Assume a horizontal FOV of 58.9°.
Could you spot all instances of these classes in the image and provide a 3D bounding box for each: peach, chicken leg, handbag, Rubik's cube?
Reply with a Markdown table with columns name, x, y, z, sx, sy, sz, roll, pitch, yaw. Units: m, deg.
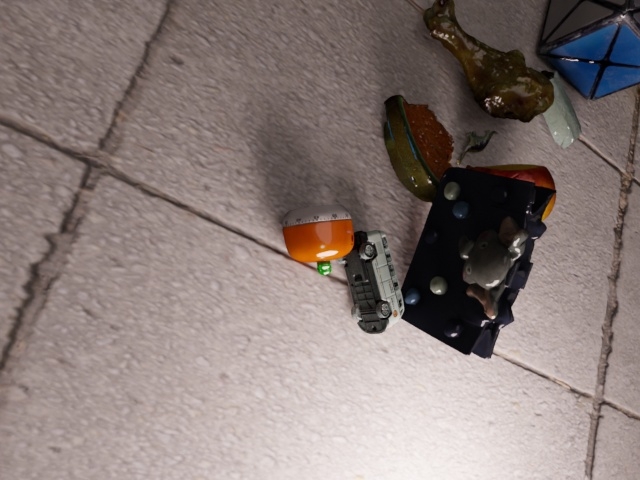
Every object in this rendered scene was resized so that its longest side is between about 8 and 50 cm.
| name | x | y | z | sx | sy | sz | roll | pitch | yaw |
| --- | --- | --- | --- | --- | --- | --- | --- | --- | --- |
| peach | 0.408 | -0.109 | 1.240 | 0.192 | 0.190 | 0.190 | 51 | 60 | -16 |
| chicken leg | 0.379 | -0.381 | 1.297 | 0.360 | 0.140 | 0.212 | 23 | 50 | -17 |
| handbag | 0.280 | 0.033 | 1.043 | 0.118 | 0.269 | 0.326 | 17 | 93 | -30 |
| Rubik's cube | 0.771 | -0.566 | 1.496 | 0.259 | 0.260 | 0.255 | 29 | 69 | -29 |

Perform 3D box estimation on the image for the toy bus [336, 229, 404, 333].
| name | x | y | z | sx | sy | sz | roll | pitch | yaw |
| --- | --- | --- | --- | --- | --- | --- | --- | --- | --- |
| toy bus | 0.099 | 0.075 | 1.073 | 0.089 | 0.087 | 0.194 | -15 | 90 | -43 |

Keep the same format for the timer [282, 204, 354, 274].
| name | x | y | z | sx | sy | sz | roll | pitch | yaw |
| --- | --- | --- | --- | --- | --- | --- | --- | --- | --- |
| timer | 0.000 | 0.000 | 1.010 | 0.136 | 0.099 | 0.136 | 2 | 80 | -12 |

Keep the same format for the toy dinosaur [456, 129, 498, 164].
| name | x | y | z | sx | sy | sz | roll | pitch | yaw |
| --- | --- | --- | --- | --- | --- | --- | --- | --- | --- |
| toy dinosaur | 0.366 | -0.236 | 1.320 | 0.180 | 0.037 | 0.058 | -30 | 123 | -25 |

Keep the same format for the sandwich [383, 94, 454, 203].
| name | x | y | z | sx | sy | sz | roll | pitch | yaw |
| --- | --- | --- | --- | --- | --- | --- | --- | --- | --- |
| sandwich | 0.199 | -0.197 | 1.188 | 0.235 | 0.079 | 0.159 | 48 | 51 | -22 |

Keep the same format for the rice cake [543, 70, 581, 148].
| name | x | y | z | sx | sy | sz | roll | pitch | yaw |
| --- | --- | --- | --- | --- | --- | --- | --- | --- | --- |
| rice cake | 0.615 | -0.345 | 1.476 | 0.069 | 0.063 | 0.207 | -33 | 101 | -34 |
